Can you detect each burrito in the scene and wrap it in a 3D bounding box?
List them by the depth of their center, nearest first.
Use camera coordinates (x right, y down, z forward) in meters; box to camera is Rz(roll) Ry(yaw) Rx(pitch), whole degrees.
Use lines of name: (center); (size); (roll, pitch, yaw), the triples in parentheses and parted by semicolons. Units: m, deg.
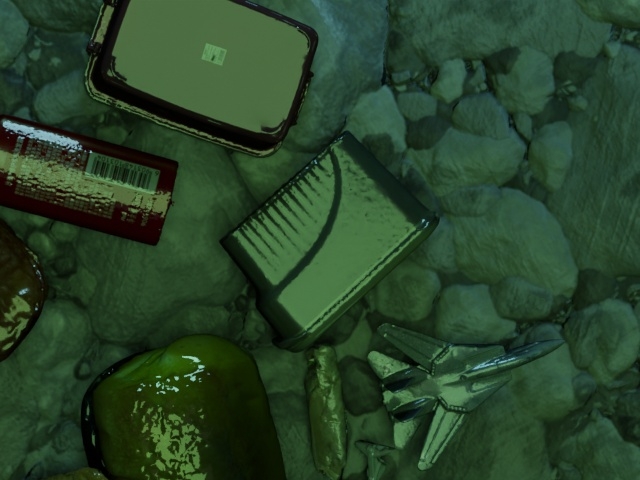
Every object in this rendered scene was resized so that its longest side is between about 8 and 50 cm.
burrito: (0.006, 0.234, 1.918); (0.045, 0.058, 0.188); (-10, 95, -34)

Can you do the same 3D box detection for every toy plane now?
toy plane: (0.039, 0.417, 1.934); (0.182, 0.107, 0.273); (-11, 64, 30)
toy plane: (0.205, 0.178, 1.937); (0.267, 0.088, 0.212); (-20, 98, -16)

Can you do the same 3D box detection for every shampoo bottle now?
shampoo bottle: (-0.344, -0.086, 1.823); (0.314, 0.076, 0.118); (15, 93, -10)

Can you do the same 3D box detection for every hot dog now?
hot dog: (-0.484, 0.036, 1.784); (0.272, 0.122, 0.196); (36, 84, -17)

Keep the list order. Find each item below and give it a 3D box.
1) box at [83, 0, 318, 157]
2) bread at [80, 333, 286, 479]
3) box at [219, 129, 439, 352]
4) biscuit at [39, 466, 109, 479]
box: (-0.146, -0.232, 1.804); (0.294, 0.167, 0.193); (19, 89, -11)
bread: (-0.166, 0.312, 1.824); (0.251, 0.208, 0.376); (-11, 92, -14)
box: (0.000, 0.000, 1.868); (0.274, 0.138, 0.178); (-41, 93, -8)
biscuit: (-0.341, 0.362, 1.799); (0.247, 0.029, 0.118); (-23, 83, 34)
